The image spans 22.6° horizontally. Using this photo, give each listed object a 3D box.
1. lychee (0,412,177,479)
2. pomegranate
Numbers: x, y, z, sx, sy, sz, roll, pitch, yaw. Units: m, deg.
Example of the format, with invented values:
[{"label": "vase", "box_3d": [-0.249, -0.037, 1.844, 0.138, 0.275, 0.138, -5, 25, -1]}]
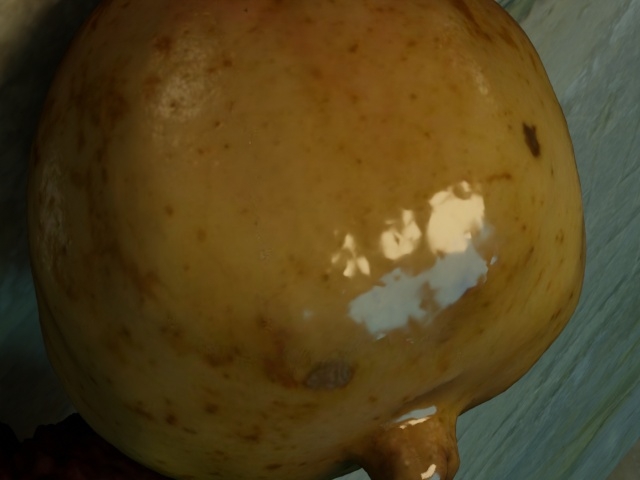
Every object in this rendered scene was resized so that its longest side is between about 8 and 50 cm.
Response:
[{"label": "lychee", "box_3d": [-0.155, 0.258, 1.041, 0.306, 0.330, 0.306, -27, 173, -3]}, {"label": "pomegranate", "box_3d": [0.000, 0.000, 0.895, 0.342, 0.342, 0.342, -40, 153, -26]}]
